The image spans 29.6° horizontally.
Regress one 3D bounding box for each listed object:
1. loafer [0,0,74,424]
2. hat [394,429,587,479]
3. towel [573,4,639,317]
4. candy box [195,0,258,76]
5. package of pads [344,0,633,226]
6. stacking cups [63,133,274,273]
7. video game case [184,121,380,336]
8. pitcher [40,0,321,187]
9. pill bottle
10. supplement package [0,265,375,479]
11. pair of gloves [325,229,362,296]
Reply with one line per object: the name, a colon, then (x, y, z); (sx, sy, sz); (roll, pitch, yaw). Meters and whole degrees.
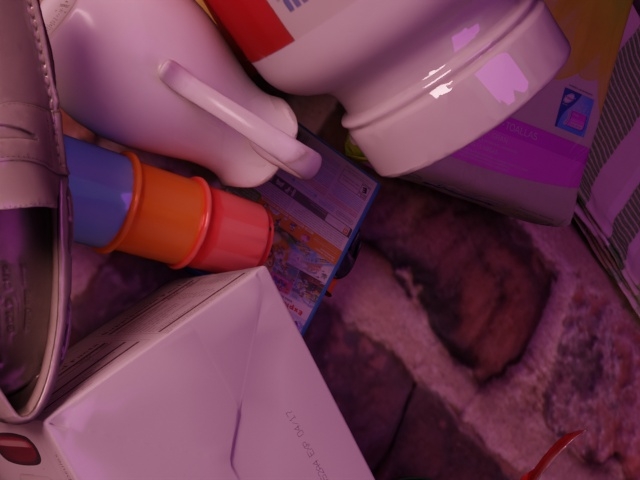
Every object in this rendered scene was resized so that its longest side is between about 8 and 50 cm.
loafer: (-0.200, -0.042, 0.745); (0.112, 0.111, 0.319); (-13, 109, -31)
hat: (0.130, 0.285, 1.018); (0.173, 0.184, 0.208); (-23, 99, -35)
towel: (0.348, -0.079, 1.307); (0.325, 0.038, 0.248); (51, 59, -20)
candy box: (-0.030, -0.228, 1.039); (0.187, 0.053, 0.109); (-41, 109, -33)
package of pads: (0.158, -0.182, 1.090); (0.229, 0.101, 0.296); (16, 89, -34)
stacking cups: (-0.181, -0.042, 0.886); (0.316, 0.096, 0.096); (15, 76, -35)
video game case: (-0.030, -0.015, 1.027); (0.119, 0.015, 0.166); (36, 65, -17)
pitcher: (-0.103, -0.114, 0.897); (0.207, 0.178, 0.125); (34, 84, -30)
pill bottle: (-0.004, -0.255, 0.865); (0.229, 0.229, 0.407); (-45, 105, -31)
supplement package: (-0.091, 0.185, 0.892); (0.204, 0.145, 0.261); (-35, 105, -34)
pair of gloves: (0.000, 0.000, 1.061); (0.083, 0.010, 0.074); (39, 64, -27)
